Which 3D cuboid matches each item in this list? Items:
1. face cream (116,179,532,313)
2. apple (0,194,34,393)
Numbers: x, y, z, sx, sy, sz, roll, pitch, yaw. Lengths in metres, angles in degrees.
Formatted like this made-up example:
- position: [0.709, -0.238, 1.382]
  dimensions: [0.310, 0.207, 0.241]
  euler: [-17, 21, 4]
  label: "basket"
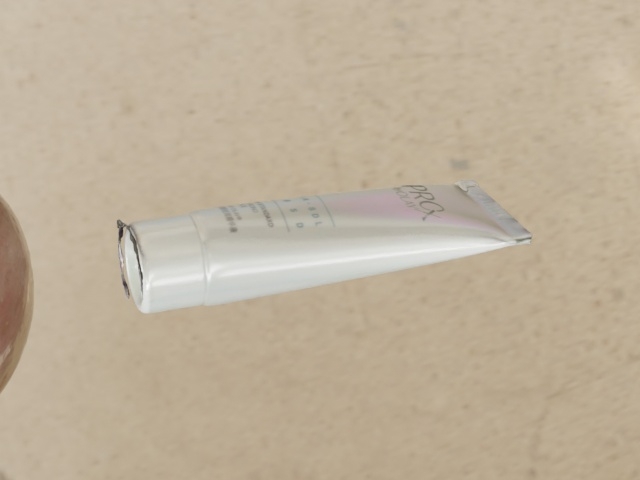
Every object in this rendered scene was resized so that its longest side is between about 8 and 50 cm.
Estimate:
- position: [0.000, 0.000, 1.207]
  dimensions: [0.092, 0.243, 0.058]
  euler: [-127, 32, -57]
  label: "face cream"
- position: [-0.378, 0.037, 1.691]
  dimensions: [0.305, 0.306, 0.235]
  euler: [5, 57, 37]
  label: "apple"
